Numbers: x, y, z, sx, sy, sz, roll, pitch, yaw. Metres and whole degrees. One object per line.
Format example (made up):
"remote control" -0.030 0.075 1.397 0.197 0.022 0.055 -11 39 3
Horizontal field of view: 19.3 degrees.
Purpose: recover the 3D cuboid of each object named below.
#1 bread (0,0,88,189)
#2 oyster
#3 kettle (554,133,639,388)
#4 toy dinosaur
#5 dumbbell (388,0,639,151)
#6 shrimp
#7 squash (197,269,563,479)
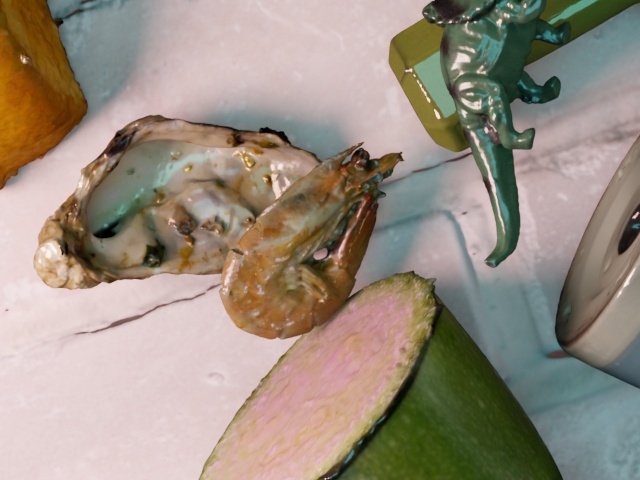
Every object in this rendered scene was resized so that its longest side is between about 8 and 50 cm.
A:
"bread" -0.348 -0.203 1.687 0.194 0.179 0.340 -21 93 7
"oyster" -0.111 -0.027 1.730 0.294 0.094 0.166 6 92 -12
"kettle" 0.420 0.023 1.618 0.342 0.247 0.319 25 71 -4
"toy dinosaur" 0.162 -0.133 1.584 0.120 0.079 0.292 -15 90 13
"dumbbell" 0.210 -0.196 1.666 0.302 0.121 0.108 -30 63 9
"shrimp" 0.000 0.000 1.702 0.217 0.051 0.115 -48 118 -3
"squash" 0.097 0.234 1.658 0.309 0.310 0.310 41 98 -17
